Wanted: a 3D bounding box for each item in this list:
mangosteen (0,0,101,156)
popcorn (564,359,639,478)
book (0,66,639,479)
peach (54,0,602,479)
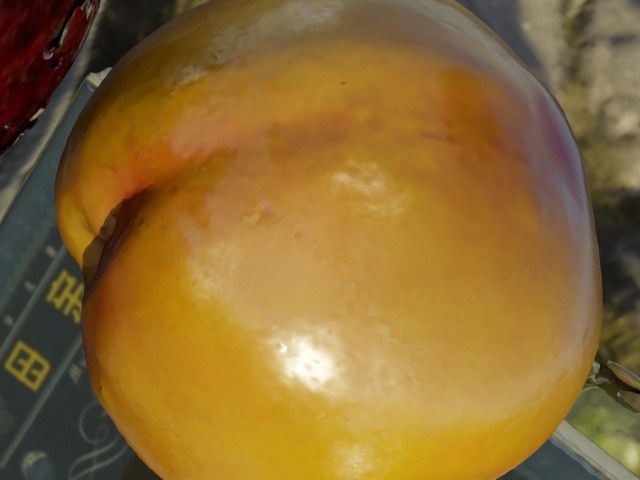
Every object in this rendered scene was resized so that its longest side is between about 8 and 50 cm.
[{"bbox_3d":[-0.128,-0.095,0.441,0.166,0.166,0.180,16,68,-41],"label":"mangosteen"},{"bbox_3d":[0.049,0.164,1.034,0.321,0.290,0.325,33,35,-84],"label":"popcorn"},{"bbox_3d":[-0.026,0.088,0.747,0.269,0.191,0.025,38,24,7],"label":"book"},{"bbox_3d":[0.000,0.000,0.475,0.138,0.138,0.138,29,43,-31],"label":"peach"}]
